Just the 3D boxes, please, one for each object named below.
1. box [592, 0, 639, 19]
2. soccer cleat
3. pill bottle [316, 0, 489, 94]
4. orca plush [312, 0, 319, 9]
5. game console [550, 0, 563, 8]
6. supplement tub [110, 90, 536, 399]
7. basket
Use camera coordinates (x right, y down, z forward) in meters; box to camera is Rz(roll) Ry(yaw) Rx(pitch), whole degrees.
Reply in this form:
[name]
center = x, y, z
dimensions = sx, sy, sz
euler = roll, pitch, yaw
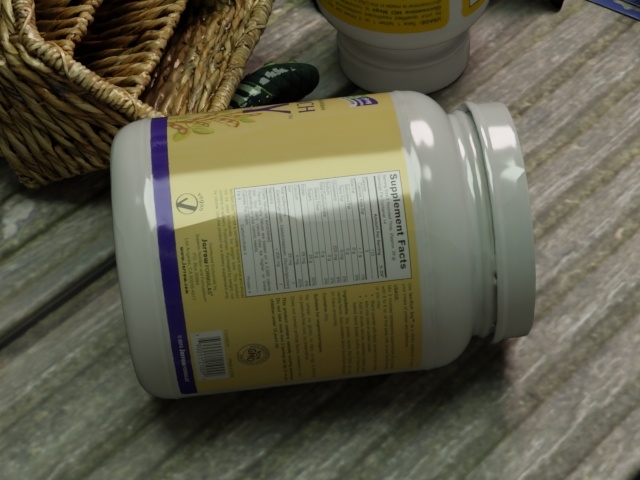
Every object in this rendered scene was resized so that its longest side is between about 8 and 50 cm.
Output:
[box]
center = 0.400, -0.324, 1.800
dimensions = 0.136, 0.036, 0.225
euler = 27, 54, 28
[soccer cleat]
center = -0.081, -0.131, 1.630
dimensions = 0.178, 0.060, 0.072
euler = -18, 55, -4
[pill bottle]
center = 0.081, -0.316, 1.602
dimensions = 0.187, 0.334, 0.188
euler = -2, 44, 2
[orca plush]
center = 0.106, -0.359, 1.809
dimensions = 0.287, 0.102, 0.151
euler = -17, 46, -12
[game console]
center = 0.230, -0.327, 1.787
dimensions = 0.107, 0.071, 0.122
euler = 11, 46, 13
[supplement tub]
center = 0.000, 0.000, 1.355
dimensions = 0.331, 0.241, 0.241
euler = -7, 44, -3
[basket]
center = -0.206, -0.228, 1.575
dimensions = 0.223, 0.213, 0.299
euler = -11, 37, 29
